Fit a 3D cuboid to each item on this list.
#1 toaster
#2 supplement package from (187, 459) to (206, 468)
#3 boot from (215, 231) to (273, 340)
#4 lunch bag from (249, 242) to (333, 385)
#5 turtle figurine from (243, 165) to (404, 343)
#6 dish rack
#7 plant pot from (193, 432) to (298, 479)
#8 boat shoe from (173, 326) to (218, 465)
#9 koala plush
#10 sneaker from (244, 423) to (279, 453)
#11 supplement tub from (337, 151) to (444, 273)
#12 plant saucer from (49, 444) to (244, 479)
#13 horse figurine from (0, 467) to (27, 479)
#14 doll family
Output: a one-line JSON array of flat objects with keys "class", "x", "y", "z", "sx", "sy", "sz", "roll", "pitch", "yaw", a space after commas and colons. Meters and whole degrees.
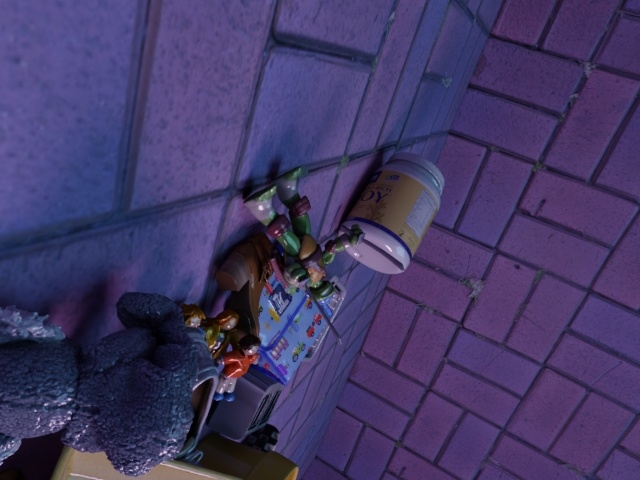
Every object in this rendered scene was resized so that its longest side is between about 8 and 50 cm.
[{"class": "toaster", "x": -0.181, "y": 0.399, "z": 1.209, "sx": 0.186, "sy": 0.110, "sz": 0.168, "roll": -63, "pitch": 164, "yaw": -5}, {"class": "supplement package", "x": -0.330, "y": 0.582, "z": 0.990, "sx": 0.244, "sy": 0.133, "sz": 0.139, "roll": -57, "pitch": 162, "yaw": -22}, {"class": "boot", "x": -0.128, "y": 0.094, "z": 0.938, "sx": 0.152, "sy": 0.073, "sz": 0.197, "roll": -54, "pitch": 145, "yaw": -52}, {"class": "lunch bag", "x": -0.109, "y": 0.153, "z": 1.096, "sx": 0.221, "sy": 0.138, "sz": 0.293, "roll": -53, "pitch": 144, "yaw": -29}, {"class": "turtle figurine", "x": 0.000, "y": 0.000, "z": 0.875, "sx": 0.197, "sy": 0.266, "sz": 0.274, "roll": -34, "pitch": -165, "yaw": -14}, {"class": "dish rack", "x": -0.023, "y": 0.246, "z": 1.522, "sx": 0.286, "sy": 0.072, "sz": 0.333, "roll": -62, "pitch": 163, "yaw": -8}, {"class": "plant pot", "x": -0.219, "y": 0.620, "z": 1.193, "sx": 0.254, "sy": 0.239, "sz": 0.254, "roll": -54, "pitch": 161, "yaw": -29}, {"class": "boat shoe", "x": -0.225, "y": 0.280, "z": 0.719, "sx": 0.118, "sy": 0.103, "sz": 0.320, "roll": -3, "pitch": 124, "yaw": -44}, {"class": "koala plush", "x": -0.267, "y": 0.155, "z": 0.515, "sx": 0.221, "sy": 0.203, "sz": 0.196, "roll": 21, "pitch": 93, "yaw": -35}, {"class": "sneaker", "x": -0.237, "y": 0.739, "z": 1.507, "sx": 0.330, "sy": 0.122, "sz": 0.146, "roll": -28, "pitch": 138, "yaw": -62}, {"class": "supplement tub", "x": 0.230, "y": -0.088, "z": 1.502, "sx": 0.331, "sy": 0.241, "sz": 0.241, "roll": -58, "pitch": 162, "yaw": -21}, {"class": "plant saucer", "x": -0.269, "y": 0.465, "z": 0.630, "sx": 0.333, "sy": 0.081, "sz": 0.333, "roll": 42, "pitch": 48, "yaw": -39}, {"class": "horse figurine", "x": -0.393, "y": 0.382, "z": 0.574, "sx": 0.174, "sy": 0.066, "sz": 0.263, "roll": -139, "pitch": -117, "yaw": -75}, {"class": "doll family", "x": -0.223, "y": 0.188, "z": 0.829, "sx": 0.263, "sy": 0.118, "sz": 0.163, "roll": 12, "pitch": 111, "yaw": -52}]
